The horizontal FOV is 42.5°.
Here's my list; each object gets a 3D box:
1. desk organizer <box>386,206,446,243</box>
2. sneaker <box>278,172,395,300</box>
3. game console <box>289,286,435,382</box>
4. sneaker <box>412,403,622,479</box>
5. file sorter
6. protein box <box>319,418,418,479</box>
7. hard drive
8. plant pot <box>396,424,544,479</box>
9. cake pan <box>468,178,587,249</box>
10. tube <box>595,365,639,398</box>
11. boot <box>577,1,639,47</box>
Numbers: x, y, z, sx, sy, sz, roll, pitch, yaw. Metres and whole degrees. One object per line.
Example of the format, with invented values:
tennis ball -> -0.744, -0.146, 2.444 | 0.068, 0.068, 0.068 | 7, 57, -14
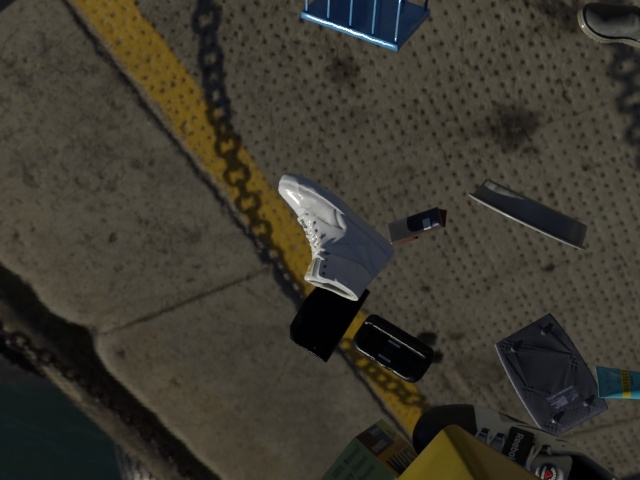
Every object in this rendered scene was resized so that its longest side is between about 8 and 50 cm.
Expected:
desk organizer -> 0.218, -0.031, 1.823 | 0.130, 0.047, 0.050 | -19, 165, 32
sneaker -> 0.000, 0.000, 1.729 | 0.292, 0.169, 0.108 | 38, 161, -5
game console -> 0.106, 0.239, 2.055 | 0.361, 0.213, 0.044 | 30, 173, 22
sneaker -> 0.306, 0.326, 1.236 | 0.330, 0.122, 0.146 | 17, 167, -3
file sorter -> 0.074, -0.388, 1.266 | 0.170, 0.118, 0.104 | 25, 142, 18
protein box -> 0.091, 0.427, 1.271 | 0.201, 0.136, 0.200 | 41, 105, 17
hard drive -> 0.542, 0.319, 1.937 | 0.172, 0.254, 0.054 | -33, 155, 14
plant pot -> 0.165, 0.349, 0.808 | 0.212, 0.187, 0.212 | 36, 98, -31
cake pan -> 0.483, -0.066, 1.890 | 0.293, 0.293, 0.054 | 23, 100, -10
tube -> 0.705, 0.315, 1.783 | 0.207, 0.080, 0.052 | 4, 133, 8
boot -> 0.558, -0.396, 1.349 | 0.190, 0.076, 0.208 | 1, 168, -22
